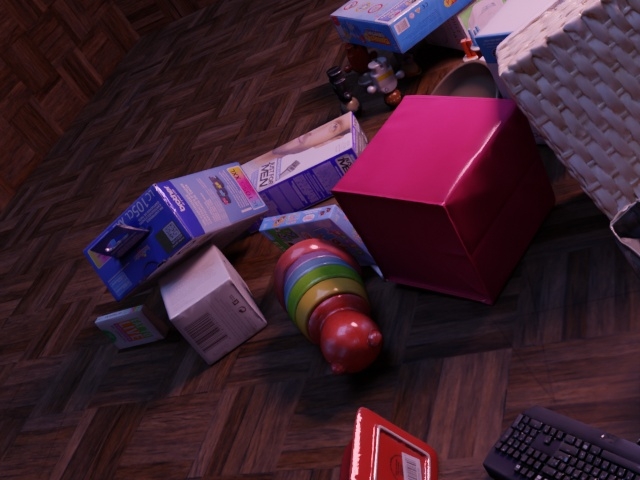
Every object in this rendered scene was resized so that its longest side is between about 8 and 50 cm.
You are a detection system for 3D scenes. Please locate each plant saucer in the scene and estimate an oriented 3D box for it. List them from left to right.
[{"bbox_3d":[0.296,-0.251,1.756,0.278,0.041,0.277,-41,38,43],"label":"plant saucer"}]

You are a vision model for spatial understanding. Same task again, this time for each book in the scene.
[{"bbox_3d":[-0.437,0.199,1.900,0.144,0.096,0.035,-17,36,28],"label":"book"}]

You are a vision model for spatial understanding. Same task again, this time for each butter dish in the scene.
[{"bbox_3d":[0.081,0.350,1.175,0.118,0.160,0.160,-44,23,34],"label":"butter dish"}]

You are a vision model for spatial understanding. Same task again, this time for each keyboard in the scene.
[{"bbox_3d":[0.310,0.324,1.021,0.201,0.033,0.317,-55,24,-12],"label":"keyboard"}]

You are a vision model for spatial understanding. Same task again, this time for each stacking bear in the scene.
[{"bbox_3d":[0.026,0.132,1.500,0.175,0.164,0.289,-35,35,1],"label":"stacking bear"}]

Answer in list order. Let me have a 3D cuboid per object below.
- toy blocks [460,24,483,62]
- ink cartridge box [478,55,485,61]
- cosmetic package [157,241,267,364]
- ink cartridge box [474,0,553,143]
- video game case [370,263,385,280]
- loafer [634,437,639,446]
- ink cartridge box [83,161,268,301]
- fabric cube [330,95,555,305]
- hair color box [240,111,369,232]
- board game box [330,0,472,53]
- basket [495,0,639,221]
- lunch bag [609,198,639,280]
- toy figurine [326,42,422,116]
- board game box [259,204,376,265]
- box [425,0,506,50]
[{"bbox_3d":[0.374,-0.451,1.955,0.054,0.148,0.123,-37,31,-4],"label":"toy blocks"},{"bbox_3d":[0.406,-0.375,1.863,0.181,0.104,0.062,-43,32,-13],"label":"ink cartridge box"},{"bbox_3d":[-0.232,0.130,1.743,0.151,0.151,0.183,-35,32,-1],"label":"cosmetic package"},{"bbox_3d":[0.475,-0.348,1.601,0.198,0.270,0.197,9,50,49],"label":"ink cartridge box"},{"bbox_3d":[0.161,0.000,1.670,0.157,0.019,0.143,-36,31,-2],"label":"video game case"},{"bbox_3d":[0.463,0.265,0.960,0.220,0.078,0.080,5,49,47],"label":"loafer"},{"bbox_3d":[-0.329,-0.018,1.817,0.270,0.151,0.395,-38,-3,28],"label":"ink cartridge box"},{"bbox_3d":[0.228,-0.078,1.470,0.254,0.259,0.258,11,55,43],"label":"fabric cube"},{"bbox_3d":[-0.048,-0.168,2.018,0.339,0.110,0.185,-23,32,17],"label":"hair color box"},{"bbox_3d":[0.227,-0.620,2.127,0.308,0.086,0.302,-38,31,-11],"label":"board game box"},{"bbox_3d":[0.494,-0.264,1.303,0.328,0.331,0.266,-36,8,22],"label":"basket"},{"bbox_3d":[0.516,0.069,1.025,0.169,0.235,0.287,-44,32,-4],"label":"lunch bag"},{"bbox_3d":[0.144,-0.436,2.174,0.210,0.148,0.213,-4,41,33],"label":"toy figurine"},{"bbox_3d":[0.000,0.000,1.668,0.212,0.160,0.039,-10,48,45],"label":"board game box"},{"bbox_3d":[0.419,-0.632,2.187,0.262,0.126,0.231,-39,29,-7],"label":"box"}]
